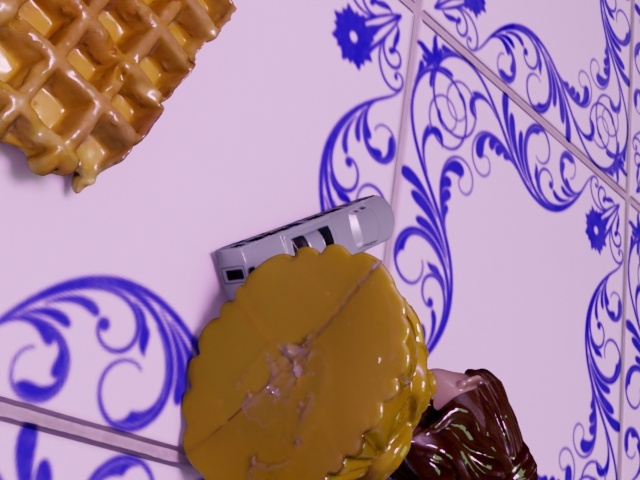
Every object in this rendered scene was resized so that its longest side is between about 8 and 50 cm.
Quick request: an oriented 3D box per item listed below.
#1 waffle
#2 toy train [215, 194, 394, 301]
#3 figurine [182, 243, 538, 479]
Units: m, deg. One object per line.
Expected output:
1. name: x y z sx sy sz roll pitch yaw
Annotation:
1. waffle: -0.176 -0.168 0.618 0.219 0.057 0.229 51 49 -29
2. toy train: 0.000 0.000 0.793 0.207 0.047 0.043 -22 100 -48
3. figurine: 0.060 0.133 0.771 0.315 0.168 0.187 28 83 -53
